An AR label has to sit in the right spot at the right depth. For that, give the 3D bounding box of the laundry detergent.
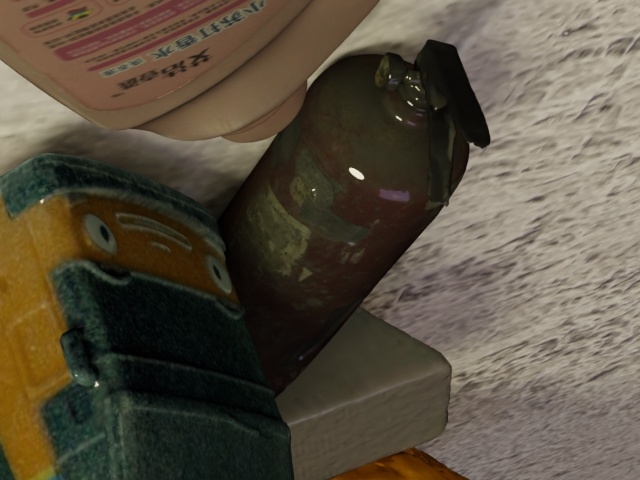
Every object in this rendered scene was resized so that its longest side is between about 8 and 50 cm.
[{"bbox_3d":[-0.022,-0.100,0.559,0.171,0.076,0.237,-27,158,10],"label":"laundry detergent"}]

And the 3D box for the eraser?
[{"bbox_3d":[-0.111,0.108,0.952,0.352,0.077,0.111,-19,155,-8],"label":"eraser"}]

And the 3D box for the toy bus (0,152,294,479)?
[{"bbox_3d":[-0.156,0.096,0.761,0.275,0.167,0.138,-31,156,19],"label":"toy bus"}]

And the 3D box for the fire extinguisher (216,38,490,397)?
[{"bbox_3d":[0.000,0.000,0.789,0.072,0.089,0.267,12,145,-20],"label":"fire extinguisher"}]

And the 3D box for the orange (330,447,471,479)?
[{"bbox_3d":[-0.009,0.287,1.122,0.341,0.340,0.293,-6,158,-35],"label":"orange"}]
